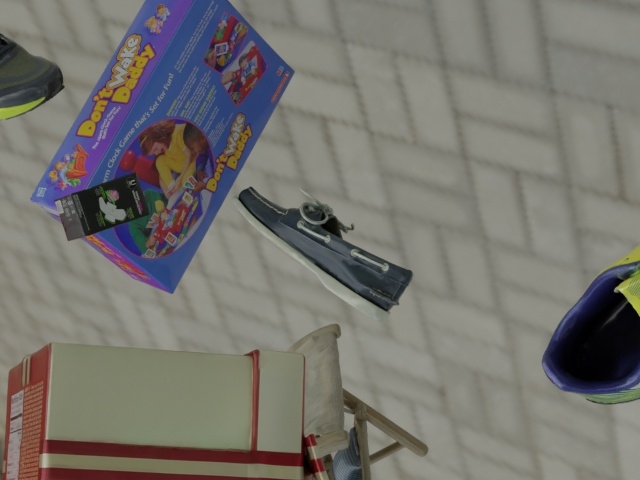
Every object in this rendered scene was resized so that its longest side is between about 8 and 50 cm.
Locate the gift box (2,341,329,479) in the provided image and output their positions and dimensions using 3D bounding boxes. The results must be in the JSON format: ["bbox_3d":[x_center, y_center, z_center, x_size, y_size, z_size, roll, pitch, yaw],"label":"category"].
[{"bbox_3d":[-0.142,0.236,1.452,0.258,0.276,0.255,4,173,-19],"label":"gift box"}]

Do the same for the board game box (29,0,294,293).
[{"bbox_3d":[-0.194,-0.138,2.092,0.078,0.347,0.233,19,164,37],"label":"board game box"}]

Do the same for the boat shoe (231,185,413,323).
[{"bbox_3d":[0.000,0.000,1.929,0.254,0.079,0.095,37,-177,33],"label":"boat shoe"}]

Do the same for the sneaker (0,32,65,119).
[{"bbox_3d":[-0.422,-0.232,1.885,0.300,0.111,0.121,24,136,24],"label":"sneaker"}]

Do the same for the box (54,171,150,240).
[{"bbox_3d":[-0.244,-0.037,1.827,0.062,0.083,0.052,-11,98,62],"label":"box"}]

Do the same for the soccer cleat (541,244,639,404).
[{"bbox_3d":[0.260,0.015,1.094,0.289,0.121,0.093,-50,60,34],"label":"soccer cleat"}]

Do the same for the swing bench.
[{"bbox_3d":[0.021,0.290,2.103,0.165,0.253,0.254,-30,116,15],"label":"swing bench"}]
